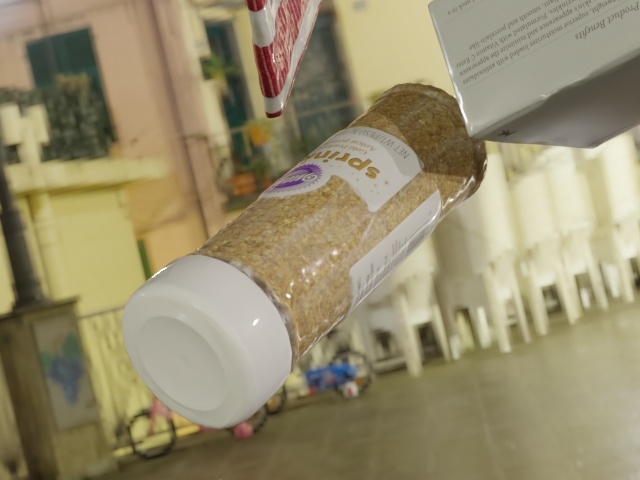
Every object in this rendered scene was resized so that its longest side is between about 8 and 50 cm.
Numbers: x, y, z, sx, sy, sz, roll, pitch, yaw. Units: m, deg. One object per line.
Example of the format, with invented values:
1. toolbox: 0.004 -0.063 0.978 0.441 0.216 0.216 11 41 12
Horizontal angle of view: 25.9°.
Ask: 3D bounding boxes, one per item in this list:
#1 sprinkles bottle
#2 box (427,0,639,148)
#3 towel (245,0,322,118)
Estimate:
1. sprinkles bottle: 0.000 0.000 1.088 0.121 0.121 0.355 -13 21 43
2. box: 0.215 -0.160 1.063 0.181 0.119 0.182 -27 -17 38
3. towel: -0.029 -0.311 1.388 0.037 0.237 0.329 10 -33 12
